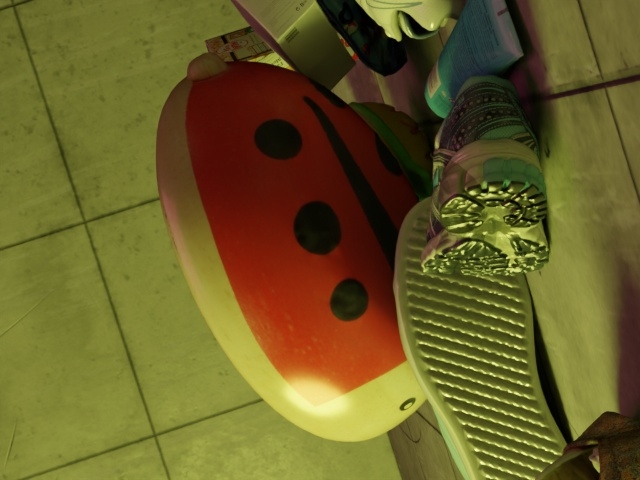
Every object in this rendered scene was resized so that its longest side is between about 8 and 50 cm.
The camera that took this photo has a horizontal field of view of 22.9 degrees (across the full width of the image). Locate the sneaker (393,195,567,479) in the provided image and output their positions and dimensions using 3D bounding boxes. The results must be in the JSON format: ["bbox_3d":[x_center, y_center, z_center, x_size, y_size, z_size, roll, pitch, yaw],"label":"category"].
[{"bbox_3d":[0.149,0.126,1.580,0.150,0.135,0.366,-147,40,-78],"label":"sneaker"}]

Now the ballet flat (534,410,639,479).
[{"bbox_3d":[0.215,0.190,1.164,0.348,0.123,0.123,100,151,-81],"label":"ballet flat"}]

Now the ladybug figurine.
[{"bbox_3d":[0.000,0.000,1.633,0.449,0.162,0.305,58,-138,-17],"label":"ladybug figurine"}]

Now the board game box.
[{"bbox_3d":[-0.044,-0.251,2.043,0.147,0.193,0.045,-116,10,-65],"label":"board game box"}]

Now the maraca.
[{"bbox_3d":[0.084,-0.085,1.791,0.186,0.099,0.127,48,169,33],"label":"maraca"}]

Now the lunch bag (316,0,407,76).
[{"bbox_3d":[0.005,-0.323,1.714,0.221,0.138,0.293,63,180,38],"label":"lunch bag"}]

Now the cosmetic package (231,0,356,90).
[{"bbox_3d":[-0.033,-0.227,1.647,0.099,0.060,0.239,43,-179,13],"label":"cosmetic package"}]

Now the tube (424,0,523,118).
[{"bbox_3d":[0.128,-0.155,1.308,0.207,0.052,0.080,116,132,-76],"label":"tube"}]

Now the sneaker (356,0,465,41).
[{"bbox_3d":[0.058,-0.242,1.447,0.297,0.111,0.129,-129,15,-80],"label":"sneaker"}]

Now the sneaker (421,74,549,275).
[{"bbox_3d":[0.144,-0.049,1.343,0.283,0.110,0.122,94,175,-72],"label":"sneaker"}]
